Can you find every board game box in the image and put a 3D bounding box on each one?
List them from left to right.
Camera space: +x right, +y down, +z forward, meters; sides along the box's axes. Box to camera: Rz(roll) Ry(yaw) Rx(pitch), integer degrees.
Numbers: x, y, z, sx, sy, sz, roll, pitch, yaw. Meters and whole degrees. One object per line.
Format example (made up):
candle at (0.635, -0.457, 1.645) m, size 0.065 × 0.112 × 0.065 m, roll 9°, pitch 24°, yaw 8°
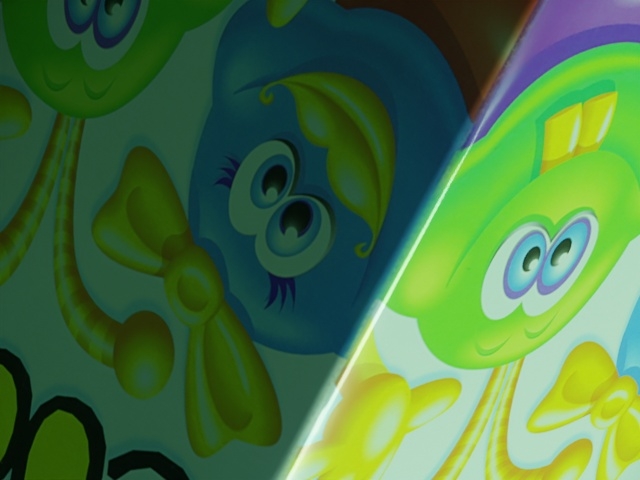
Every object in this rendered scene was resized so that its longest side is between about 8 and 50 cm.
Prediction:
board game box at (0.000, 0.000, 0.417) m, size 0.142 × 0.144 × 0.275 m, roll 5°, pitch 117°, yaw -50°
